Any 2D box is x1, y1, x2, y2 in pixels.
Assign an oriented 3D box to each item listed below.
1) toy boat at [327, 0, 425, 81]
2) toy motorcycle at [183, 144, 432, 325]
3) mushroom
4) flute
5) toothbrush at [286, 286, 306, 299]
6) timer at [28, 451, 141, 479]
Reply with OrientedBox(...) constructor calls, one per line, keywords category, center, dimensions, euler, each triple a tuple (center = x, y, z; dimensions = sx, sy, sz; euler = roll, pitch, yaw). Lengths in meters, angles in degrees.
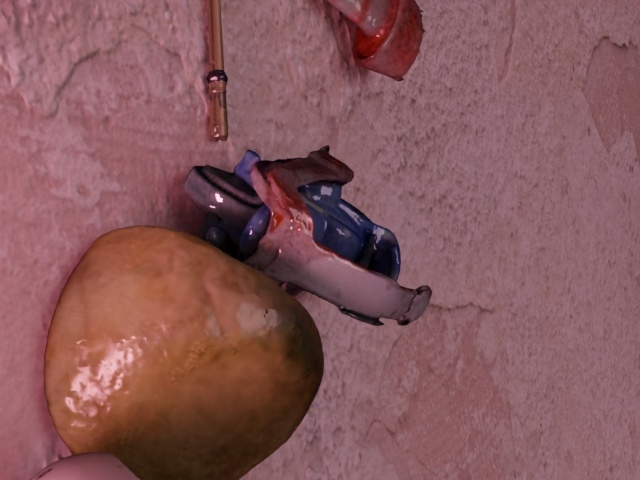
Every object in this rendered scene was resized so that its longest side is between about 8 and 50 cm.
OrientedBox(category="toy boat", center=(0.027, -0.356, 1.350), dimensions=(0.282, 0.096, 0.206), euler=(26, 57, -36))
OrientedBox(category="toy motorcycle", center=(-0.015, 0.018, 1.128), dimensions=(0.319, 0.182, 0.241), euler=(16, 45, -52))
OrientedBox(category="mushroom", center=(-0.120, 0.154, 0.967), dimensions=(0.292, 0.211, 0.217), euler=(61, 37, -41))
OrientedBox(category="flute", center=(-0.123, -0.232, 1.151), dimensions=(0.027, 0.027, 0.233), euler=(3, 83, -54))
OrientedBox(category="toothbrush", center=(-0.023, 0.056, 1.252), dimensions=(0.269, 0.021, 0.027), euler=(-46, 134, -47))
OrientedBox(category="timer", center=(-0.203, 0.338, 0.784), dimensions=(0.285, 0.285, 0.285), euler=(11, 76, -53))
